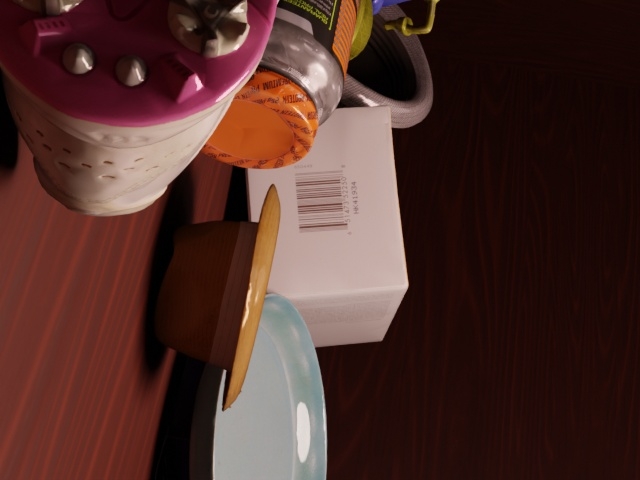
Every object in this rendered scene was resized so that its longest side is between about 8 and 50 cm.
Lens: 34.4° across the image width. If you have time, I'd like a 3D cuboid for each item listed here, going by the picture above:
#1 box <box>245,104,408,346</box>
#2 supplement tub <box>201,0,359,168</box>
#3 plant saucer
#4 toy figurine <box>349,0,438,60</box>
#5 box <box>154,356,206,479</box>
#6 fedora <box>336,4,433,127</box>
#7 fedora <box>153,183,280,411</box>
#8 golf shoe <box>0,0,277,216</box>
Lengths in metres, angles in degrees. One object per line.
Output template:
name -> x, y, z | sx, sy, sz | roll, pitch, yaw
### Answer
box -> 0.000, 0.000, 1.278 | 0.345, 0.168, 0.215 | 97, -11, -75
supplement tub -> -0.034, -0.151, 0.702 | 0.117, 0.117, 0.190 | 98, 3, -61
plant saucer -> -0.060, 0.213, 1.041 | 0.317, 0.044, 0.317 | -4, 90, -72
toy figurine -> 0.099, -0.338, 1.222 | 0.217, 0.191, 0.362 | 33, 56, -59
box -> -0.123, 0.165, 1.052 | 0.136, 0.036, 0.225 | 98, 3, -54
fedora -> 0.019, -0.221, 1.308 | 0.124, 0.244, 0.275 | -45, -143, 34
fedora -> -0.084, 0.039, 0.809 | 0.194, 0.079, 0.194 | -168, -90, -85
golf shoe -> -0.055, -0.145, 0.425 | 0.140, 0.115, 0.306 | 118, -9, -59
